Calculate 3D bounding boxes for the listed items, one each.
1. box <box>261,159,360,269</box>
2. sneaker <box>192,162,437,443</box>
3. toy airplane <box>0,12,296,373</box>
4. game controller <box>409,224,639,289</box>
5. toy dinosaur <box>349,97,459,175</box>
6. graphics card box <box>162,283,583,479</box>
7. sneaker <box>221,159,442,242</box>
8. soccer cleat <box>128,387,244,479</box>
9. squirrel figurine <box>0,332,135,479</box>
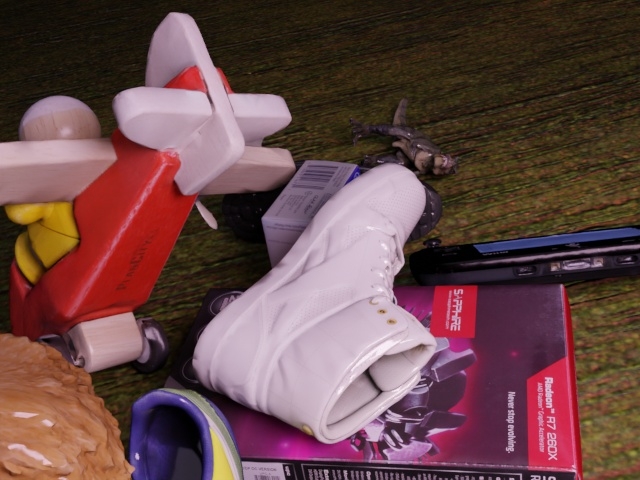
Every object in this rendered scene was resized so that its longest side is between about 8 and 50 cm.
[{"bbox_3d":[0.000,0.000,0.957,0.072,0.137,0.126,7,38,22],"label":"box"},{"bbox_3d":[0.047,0.053,0.742,0.169,0.108,0.292,21,55,36],"label":"sneaker"},{"bbox_3d":[-0.215,-0.066,0.845,0.384,0.386,0.272,-36,62,-10],"label":"toy airplane"},{"bbox_3d":[0.253,0.012,0.890,0.319,0.067,0.166,-7,-5,6],"label":"game controller"},{"bbox_3d":[0.108,-0.138,1.205,0.118,0.064,0.268,-9,31,-9],"label":"toy dinosaur"},{"bbox_3d":[0.044,0.143,0.777,0.370,0.094,0.233,-2,35,15],"label":"graphics card box"},{"bbox_3d":[0.022,-0.069,1.088,0.283,0.107,0.124,3,30,20],"label":"sneaker"},{"bbox_3d":[-0.084,0.238,0.586,0.093,0.121,0.289,-22,59,4],"label":"soccer cleat"},{"bbox_3d":[-0.316,0.235,0.556,0.396,0.371,0.281,1,26,-28],"label":"squirrel figurine"}]
